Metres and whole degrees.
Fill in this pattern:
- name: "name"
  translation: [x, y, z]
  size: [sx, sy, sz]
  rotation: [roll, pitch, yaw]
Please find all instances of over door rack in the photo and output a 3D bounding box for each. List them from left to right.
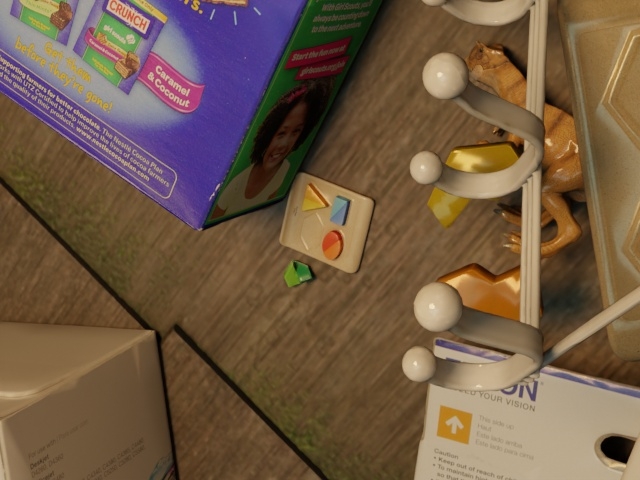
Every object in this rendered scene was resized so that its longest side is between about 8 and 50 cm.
- name: "over door rack"
  translation: [0.112, -0.079, 0.572]
  size: [0.324, 0.108, 0.239]
  rotation: [141, 136, -64]

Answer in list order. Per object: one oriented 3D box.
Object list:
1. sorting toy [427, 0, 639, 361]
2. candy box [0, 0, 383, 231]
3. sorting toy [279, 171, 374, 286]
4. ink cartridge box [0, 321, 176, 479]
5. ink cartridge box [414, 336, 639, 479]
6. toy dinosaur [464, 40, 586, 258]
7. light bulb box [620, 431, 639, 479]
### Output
- name: "sorting toy"
  translation: [0.209, -0.045, 0.754]
  size: [0.307, 0.041, 0.229]
  rotation: [-8, 101, 15]
- name: "candy box"
  translation: [-0.089, -0.213, 0.843]
  size: [0.268, 0.122, 0.317]
  rotation: [35, 118, 15]
- name: "sorting toy"
  translation: [0.000, 0.000, 0.920]
  size: [0.062, 0.012, 0.083]
  rotation: [21, 112, 20]
- name: "ink cartridge box"
  translation: [-0.237, 0.217, 0.995]
  size: [0.198, 0.197, 0.270]
  rotation: [1, 105, 27]
- name: "ink cartridge box"
  translation: [0.211, 0.244, 0.851]
  size: [0.324, 0.071, 0.330]
  rotation: [13, 106, 23]
- name: "toy dinosaur"
  translation: [0.159, -0.040, 0.799]
  size: [0.211, 0.064, 0.112]
  rotation: [36, 116, 13]
- name: "light bulb box"
  translation: [0.353, 0.091, 0.556]
  size: [0.361, 0.225, 0.358]
  rotation: [27, 112, 29]
